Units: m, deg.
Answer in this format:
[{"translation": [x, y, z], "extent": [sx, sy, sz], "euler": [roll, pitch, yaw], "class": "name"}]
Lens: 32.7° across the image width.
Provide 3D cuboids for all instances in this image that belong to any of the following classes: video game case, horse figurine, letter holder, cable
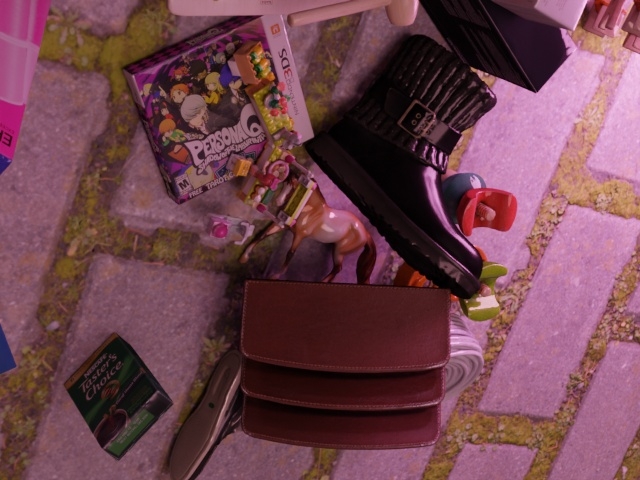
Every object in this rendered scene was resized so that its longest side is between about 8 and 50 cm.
[{"translation": [-0.135, -0.189, 1.517], "extent": [0.232, 0.042, 0.210], "euler": [-28, 125, -18], "class": "video game case"}, {"translation": [0.000, 0.000, 1.686], "extent": [0.263, 0.066, 0.174], "euler": [25, 104, -36], "class": "horse figurine"}, {"translation": [0.034, 0.186, 1.602], "extent": [0.301, 0.215, 0.152], "euler": [3, 157, 1], "class": "letter holder"}, {"translation": [0.142, 0.214, 1.814], "extent": [0.257, 0.089, 0.257], "euler": [-28, 148, 11], "class": "cable"}]

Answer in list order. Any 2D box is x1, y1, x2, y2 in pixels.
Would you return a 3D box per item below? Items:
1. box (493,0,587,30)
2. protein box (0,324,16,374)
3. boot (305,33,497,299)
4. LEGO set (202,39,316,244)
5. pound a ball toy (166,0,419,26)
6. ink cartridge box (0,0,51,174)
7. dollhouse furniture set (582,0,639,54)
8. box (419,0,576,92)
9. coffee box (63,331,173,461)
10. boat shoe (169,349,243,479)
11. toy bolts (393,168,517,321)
[{"translation": [0.297, -0.345, 1.445], "extent": [0.087, 0.102, 0.101], "euler": [18, 98, -36], "class": "box"}, {"translation": [-0.518, 0.094, 1.352], "extent": [0.201, 0.136, 0.200], "euler": [-25, 124, -21], "class": "protein box"}, {"translation": [0.176, -0.113, 1.600], "extent": [0.260, 0.348, 0.131], "euler": [-42, 173, -6], "class": "boot"}, {"translation": [-0.067, -0.123, 1.497], "extent": [0.132, 0.107, 0.287], "euler": [-3, 117, -33], "class": "LEGO set"}, {"translation": [-0.051, -0.357, 1.382], "extent": [0.319, 0.208, 0.136], "euler": [-8, 117, -29], "class": "pound a ball toy"}, {"translation": [-0.402, -0.197, 1.180], "extent": [0.175, 0.069, 0.371], "euler": [33, 50, -39], "class": "ink cartridge box"}, {"translation": [0.476, -0.389, 1.693], "extent": [0.259, 0.262, 0.135], "euler": [22, 99, -6], "class": "dollhouse furniture set"}, {"translation": [0.231, -0.354, 1.580], "extent": [0.103, 0.184, 0.261], "euler": [-49, 129, -7], "class": "box"}, {"translation": [-0.287, 0.216, 1.532], "extent": [0.113, 0.184, 0.040], "euler": [-46, 126, -3], "class": "coffee box"}, {"translation": [-0.158, 0.288, 1.715], "extent": [0.079, 0.084, 0.233], "euler": [29, 93, -38], "class": "boat shoe"}, {"translation": [0.193, -0.004, 1.751], "extent": [0.218, 0.158, 0.229], "euler": [-1, 114, -28], "class": "toy bolts"}]
